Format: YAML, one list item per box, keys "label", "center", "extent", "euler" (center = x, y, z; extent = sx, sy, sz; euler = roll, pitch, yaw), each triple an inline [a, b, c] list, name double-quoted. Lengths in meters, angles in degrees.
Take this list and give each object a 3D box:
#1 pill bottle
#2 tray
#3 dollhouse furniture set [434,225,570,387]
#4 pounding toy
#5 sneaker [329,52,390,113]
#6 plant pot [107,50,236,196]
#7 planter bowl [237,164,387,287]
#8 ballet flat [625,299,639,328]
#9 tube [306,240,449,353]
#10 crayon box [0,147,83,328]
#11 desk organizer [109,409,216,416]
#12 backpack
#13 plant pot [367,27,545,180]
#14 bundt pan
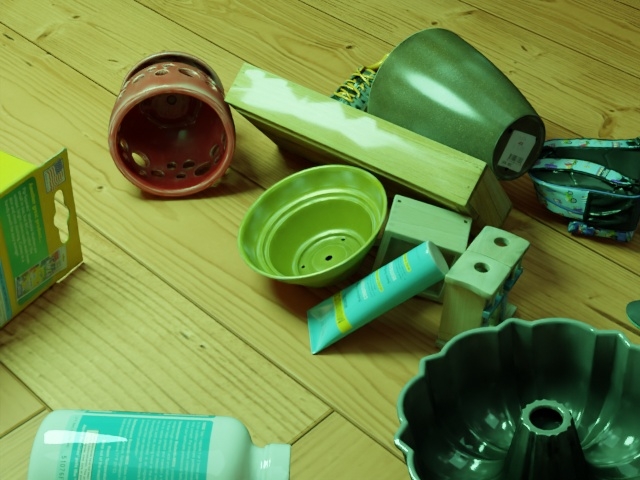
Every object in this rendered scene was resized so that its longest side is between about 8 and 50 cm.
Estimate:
- label: "pill bottle"
  center: [-0.165, 0.257, 1.060]
  extent: [0.264, 0.146, 0.146]
  euler: [3, 40, 0]
- label: "tray"
  center: [0.072, -0.129, 1.494]
  extent: [0.411, 0.203, 0.076]
  euler: [27, 86, 25]
- label: "dollhouse furniture set"
  center: [0.265, 0.092, 1.293]
  extent: [0.184, 0.129, 0.129]
  euler: [23, 44, 23]
- label: "pounding toy"
  center: [0.129, 0.010, 1.396]
  extent: [0.130, 0.141, 0.100]
  euler: [18, 48, 3]
- label: "sneaker"
  center: [0.067, -0.257, 1.730]
  extent: [0.084, 0.083, 0.215]
  euler: [31, 49, 27]
- label: "plant pot"
  center: [-0.233, -0.189, 1.556]
  extent: [0.191, 0.191, 0.174]
  euler: [-4, 33, -9]
- label: "planter bowl"
  center: [0.000, 0.000, 1.396]
  extent: [0.217, 0.090, 0.217]
  euler: [-13, 43, 12]
- label: "ballet flat"
  center: [0.504, 0.117, 1.326]
  extent: [0.074, 0.074, 0.203]
  euler: [-32, 51, -34]
- label: "tube"
  center: [0.068, 0.073, 1.305]
  extent: [0.207, 0.052, 0.080]
  euler: [-32, 32, 20]
- label: "crayon box"
  center: [-0.448, 0.027, 1.270]
  extent: [0.083, 0.203, 0.323]
  euler: [22, 43, 22]
- label: "desk organizer"
  center: [-0.186, 0.233, 1.164]
  extent: [0.130, 0.047, 0.050]
  euler: [3, 38, 0]
- label: "backpack"
  center: [0.403, -0.085, 1.520]
  extent: [0.173, 0.117, 0.158]
  euler: [9, 39, 17]
- label: "plant pot"
  center: [0.226, -0.185, 1.533]
  extent: [0.215, 0.215, 0.230]
  euler: [-22, 40, -27]
- label: "bundt pan"
  center: [0.248, 0.237, 1.103]
  extent: [0.331, 0.124, 0.331]
  euler: [-5, 36, 4]
